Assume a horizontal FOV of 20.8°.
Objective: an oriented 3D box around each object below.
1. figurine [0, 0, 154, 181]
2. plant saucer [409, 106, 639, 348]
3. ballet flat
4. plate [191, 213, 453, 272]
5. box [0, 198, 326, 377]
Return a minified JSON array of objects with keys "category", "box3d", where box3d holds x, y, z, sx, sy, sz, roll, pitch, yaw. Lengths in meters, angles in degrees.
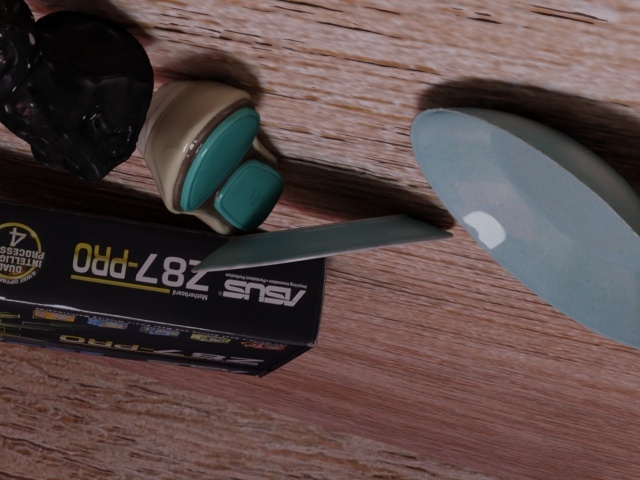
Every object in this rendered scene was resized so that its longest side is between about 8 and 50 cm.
[{"category":"figurine","box3d":[-0.221,-0.114,0.948,0.214,0.092,0.209,16,176,13]},{"category":"plant saucer","box3d":[0.135,-0.016,0.967,0.195,0.037,0.195,39,166,11]},{"category":"ballet flat","box3d":[-0.081,-0.058,1.113,0.086,0.086,0.248,16,169,7]},{"category":"plate","box3d":[0.000,0.000,1.235,0.188,0.024,0.188,-9,180,0]},{"category":"box","box3d":[-0.214,0.042,1.574,0.394,0.097,0.318,9,171,-9]}]
